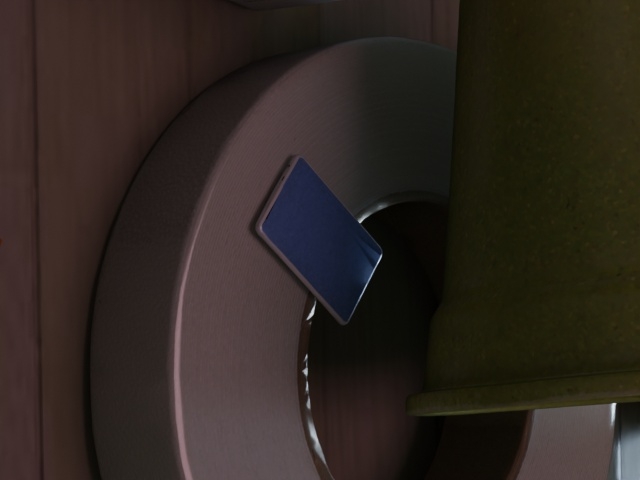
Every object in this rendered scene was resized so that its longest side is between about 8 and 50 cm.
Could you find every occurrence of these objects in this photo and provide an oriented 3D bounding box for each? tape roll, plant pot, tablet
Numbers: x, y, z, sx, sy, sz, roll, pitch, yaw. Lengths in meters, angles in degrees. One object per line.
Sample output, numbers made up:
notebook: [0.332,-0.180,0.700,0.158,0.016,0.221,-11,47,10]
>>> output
tape roll: [0.035,0.077,1.037,0.392,0.072,0.392,5,83,-46]
plant pot: [0.173,-0.042,0.951,0.276,0.276,0.254,2,81,-49]
tablet: [0.000,0.000,0.953,0.083,0.006,0.054,49,54,-32]

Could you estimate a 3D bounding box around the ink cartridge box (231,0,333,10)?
ink cartridge box: [-0.048,-0.199,0.888,0.237,0.172,0.100,16,78,-47]
